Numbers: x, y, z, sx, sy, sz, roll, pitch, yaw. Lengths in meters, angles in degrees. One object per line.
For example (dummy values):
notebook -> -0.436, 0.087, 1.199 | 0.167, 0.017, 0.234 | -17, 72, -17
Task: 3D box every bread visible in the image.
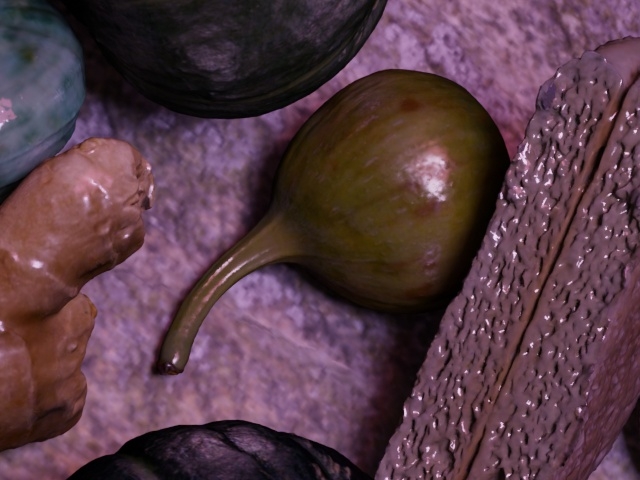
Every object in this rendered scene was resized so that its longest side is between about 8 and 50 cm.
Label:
bread -> 0.140, 0.048, 1.113 | 0.102, 0.183, 0.337 | 26, 101, 19

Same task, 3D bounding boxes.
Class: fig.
fig -> 0.000, 0.000, 1.135 | 0.245, 0.149, 0.149 | -28, 85, -11

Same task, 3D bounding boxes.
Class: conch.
conch -> -0.215, -0.085, 1.038 | 0.176, 0.122, 0.188 | -16, 76, -13

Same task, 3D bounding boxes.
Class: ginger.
ginger -> -0.208, 0.082, 0.982 | 0.333, 0.148, 0.081 | -37, 54, -19

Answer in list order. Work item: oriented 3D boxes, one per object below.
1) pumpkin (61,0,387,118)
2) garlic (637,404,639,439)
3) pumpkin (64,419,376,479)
pumpkin -> -0.078, -0.212, 1.048 | 0.207, 0.300, 0.300 | -34, 88, 1
garlic -> 0.317, 0.083, 1.220 | 0.245, 0.160, 0.245 | 17, 60, -30
pumpkin -> -0.059, 0.205, 0.968 | 0.250, 0.216, 0.250 | -7, 107, -25
